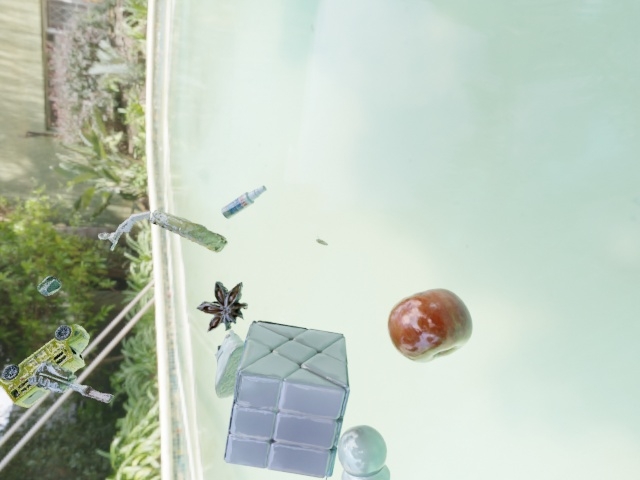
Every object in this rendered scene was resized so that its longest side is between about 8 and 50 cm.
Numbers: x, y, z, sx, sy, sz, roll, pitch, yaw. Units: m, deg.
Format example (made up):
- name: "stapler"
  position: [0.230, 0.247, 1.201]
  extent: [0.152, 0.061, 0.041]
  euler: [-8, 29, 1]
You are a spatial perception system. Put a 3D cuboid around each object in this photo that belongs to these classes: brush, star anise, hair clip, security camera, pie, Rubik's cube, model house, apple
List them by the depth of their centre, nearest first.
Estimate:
- name: "Rubik's cube"
  position: [-0.067, 0.329, 1.025]
  extent: [0.231, 0.221, 0.225]
  euler: [-90, 9, -74]
- name: "apple"
  position: [0.270, 0.211, 1.202]
  extent: [0.209, 0.209, 0.164]
  euler: [-59, 44, 50]
- name: "brush"
  position: [-0.788, 0.462, 1.531]
  extent: [0.071, 0.300, 0.084]
  euler: [86, -158, -45]
- name: "hair clip"
  position: [-0.677, -0.050, 1.665]
  extent: [0.226, 0.072, 0.034]
  euler: [-35, 29, 20]
- name: "security camera"
  position: [0.158, 0.809, 1.788]
  extent: [0.194, 0.194, 0.236]
  euler: [-169, 68, -68]
- name: "pie"
  position: [-0.523, -0.035, 1.935]
  extent: [0.339, 0.339, 0.083]
  euler: [7, 73, 68]
- name: "model house"
  position: [-1.099, 0.183, 1.962]
  extent: [0.083, 0.066, 0.079]
  euler: [-15, 28, 45]
- name: "star anise"
  position: [-0.413, 0.279, 2.049]
  extent: [0.099, 0.220, 0.214]
  euler: [38, -141, -77]

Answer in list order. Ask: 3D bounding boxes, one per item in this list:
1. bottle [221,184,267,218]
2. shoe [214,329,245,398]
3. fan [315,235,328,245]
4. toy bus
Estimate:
- name: "bottle"
  position: [-0.312, -0.163, 1.986]
  extent: [0.217, 0.060, 0.060]
  euler: [-29, 52, 19]
- name: "shoe"
  position: [-0.371, 0.489, 1.940]
  extent: [0.159, 0.124, 0.316]
  euler: [53, 131, 40]
- name: "fan"
  position: [-0.003, 0.002, 2.145]
  extent: [0.060, 0.080, 0.003]
  euler: [-6, 52, 54]
- name: "toy bus"
  position: [-1.048, 0.484, 1.873]
  extent: [0.151, 0.331, 0.145]
  euler: [43, 159, 20]
